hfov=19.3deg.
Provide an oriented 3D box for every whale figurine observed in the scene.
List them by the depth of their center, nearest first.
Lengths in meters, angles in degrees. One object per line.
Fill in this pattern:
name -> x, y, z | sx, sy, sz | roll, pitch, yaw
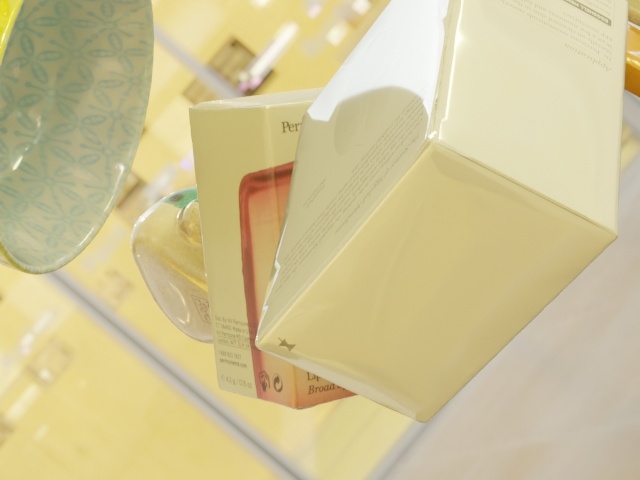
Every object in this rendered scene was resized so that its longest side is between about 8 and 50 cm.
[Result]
whale figurine -> -0.079, 0.031, 2.013 | 0.141, 0.216, 0.272 | -41, 37, -27

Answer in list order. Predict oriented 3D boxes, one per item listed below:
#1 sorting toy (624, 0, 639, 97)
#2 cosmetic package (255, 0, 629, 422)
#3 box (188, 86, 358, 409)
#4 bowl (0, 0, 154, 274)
sorting toy -> 0.291, -0.179, 1.435 | 0.041, 0.229, 0.307 | -54, 15, 33
cosmetic package -> 0.081, -0.044, 1.216 | 0.224, 0.138, 0.224 | -50, 19, 43
box -> 0.000, 0.000, 1.463 | 0.149, 0.232, 0.127 | -10, 9, -30
bowl -> -0.266, -0.129, 1.540 | 0.289, 0.156, 0.289 | 13, -90, -72
